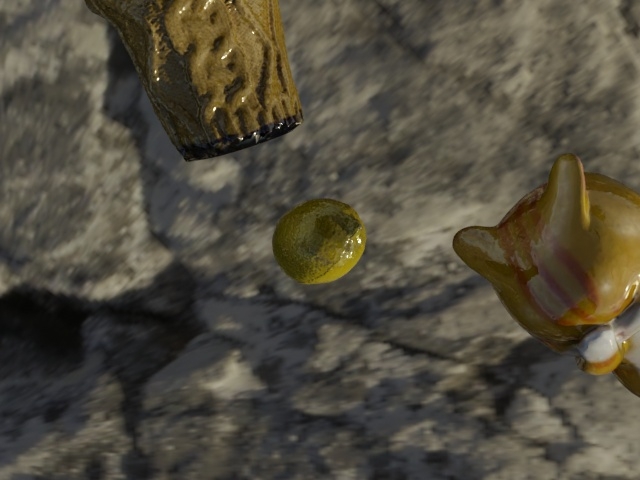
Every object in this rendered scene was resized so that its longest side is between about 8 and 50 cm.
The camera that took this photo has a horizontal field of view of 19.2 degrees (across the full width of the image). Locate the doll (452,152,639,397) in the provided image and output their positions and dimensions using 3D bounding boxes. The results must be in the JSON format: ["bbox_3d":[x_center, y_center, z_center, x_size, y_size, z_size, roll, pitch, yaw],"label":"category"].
[{"bbox_3d":[0.263,0.037,1.623,0.270,0.166,0.162,20,33,-43],"label":"doll"}]

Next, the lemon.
[{"bbox_3d":[0.000,0.000,1.824,0.082,0.111,0.082,10,72,-34],"label":"lemon"}]

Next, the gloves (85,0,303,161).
[{"bbox_3d":[-0.131,-0.253,1.920,0.203,0.155,0.356,-21,78,-26],"label":"gloves"}]
